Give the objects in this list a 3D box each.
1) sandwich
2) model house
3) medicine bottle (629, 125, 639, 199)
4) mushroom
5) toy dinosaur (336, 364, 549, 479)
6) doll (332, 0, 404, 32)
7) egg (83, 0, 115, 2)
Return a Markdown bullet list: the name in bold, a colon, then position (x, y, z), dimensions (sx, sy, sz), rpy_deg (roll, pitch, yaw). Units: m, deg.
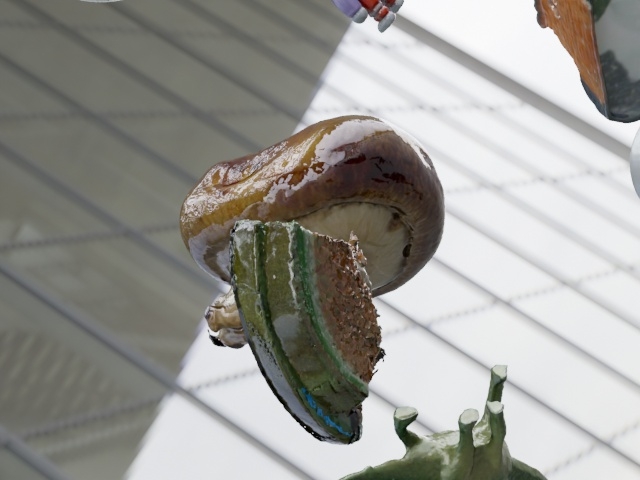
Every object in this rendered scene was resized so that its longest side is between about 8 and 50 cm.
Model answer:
- **sandwich**: position (0.005, 0.084, 1.902), dimensions (0.159, 0.079, 0.235), rpy_deg (-12, -88, -43)
- **model house**: position (0.290, -0.313, 1.961), dimensions (0.190, 0.301, 0.271), rpy_deg (-25, -45, -8)
- **medicine bottle**: position (0.475, -0.084, 2.205), dimensions (0.144, 0.252, 0.144), rpy_deg (-3, -85, -30)
- **mushroom**: position (0.000, 0.000, 2.539), dimensions (0.345, 0.345, 0.259), rpy_deg (84, 180, -60)
- **toy dinosaur**: position (0.180, 0.308, 2.452), dimensions (0.447, 0.087, 0.301), rpy_deg (-19, -48, -22)
- **doll**: position (-0.008, -0.298, 1.962), dimensions (0.075, 0.227, 0.102), rpy_deg (-41, 16, 37)
- **egg**: position (-0.207, -0.321, 2.039), dimensions (0.182, 0.141, 0.141), rpy_deg (-41, -21, 0)
